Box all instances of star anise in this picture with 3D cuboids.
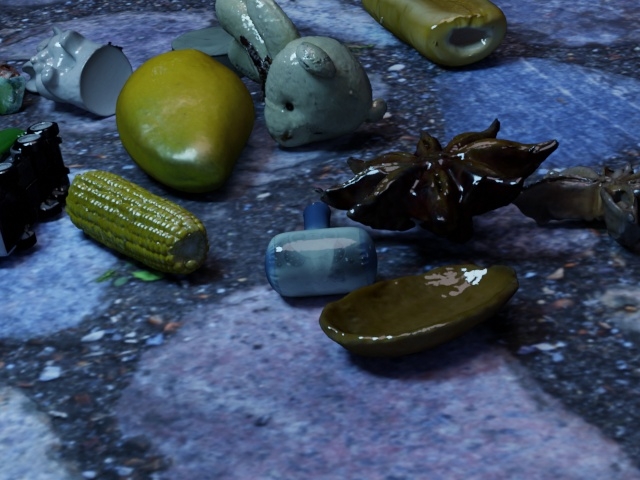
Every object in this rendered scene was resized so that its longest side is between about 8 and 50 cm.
[{"bbox_3d":[0.131,-0.051,1.604,0.272,0.102,0.272,-11,21,4],"label":"star anise"},{"bbox_3d":[0.326,-0.044,1.608,0.172,0.063,0.208,-18,22,-38],"label":"star anise"}]

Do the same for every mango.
[{"bbox_3d":[-0.170,-0.151,1.859,0.176,0.119,0.317,-6,35,-8],"label":"mango"}]

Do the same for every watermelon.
[{"bbox_3d":[-0.502,-0.233,2.131,0.187,0.071,0.139,3,23,16],"label":"watermelon"}]

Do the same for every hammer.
[{"bbox_3d":[0.000,0.000,1.570,0.116,0.069,0.194,-5,21,1],"label":"hammer"}]

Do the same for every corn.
[{"bbox_3d":[-0.208,-0.023,1.631,0.080,0.080,0.238,-24,30,-34],"label":"corn"}]

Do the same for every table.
[{"bbox_3d":[-0.154,-0.279,2.187,0.133,0.043,0.133,-4,26,2],"label":"table"}]

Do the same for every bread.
[{"bbox_3d":[0.165,-0.334,2.191,0.142,0.091,0.305,-19,28,-11],"label":"bread"}]

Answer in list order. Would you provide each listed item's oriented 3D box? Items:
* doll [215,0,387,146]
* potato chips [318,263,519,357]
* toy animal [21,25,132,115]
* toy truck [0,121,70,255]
[{"bbox_3d":[-0.054,-0.218,1.911,0.175,0.149,0.278,30,6,-46],"label":"doll"},{"bbox_3d":[0.101,0.070,1.422,0.201,0.049,0.150,-27,29,-34],"label":"potato chips"},{"bbox_3d":[-0.376,-0.251,2.086,0.221,0.104,0.131,20,6,43],"label":"toy animal"},{"bbox_3d":[-0.377,-0.063,1.721,0.125,0.101,0.242,-4,23,12],"label":"toy truck"}]
